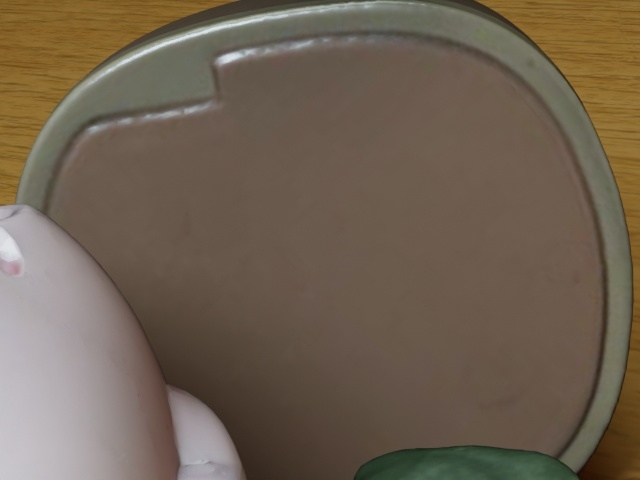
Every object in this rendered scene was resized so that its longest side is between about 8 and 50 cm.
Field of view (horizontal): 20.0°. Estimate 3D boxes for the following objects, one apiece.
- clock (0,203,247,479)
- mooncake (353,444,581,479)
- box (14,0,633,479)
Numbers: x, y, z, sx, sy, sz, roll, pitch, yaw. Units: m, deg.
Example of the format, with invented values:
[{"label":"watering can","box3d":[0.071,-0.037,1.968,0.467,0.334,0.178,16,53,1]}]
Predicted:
[{"label":"clock","box3d":[-0.216,0.109,0.708,0.368,0.250,0.376,-2,-7,-10]},{"label":"mooncake","box3d":[0.039,0.161,0.747,0.175,0.104,0.168,-23,28,-18]},{"label":"box","box3d":[0.000,0.000,0.936,0.301,0.301,0.216,-11,16,2]}]
